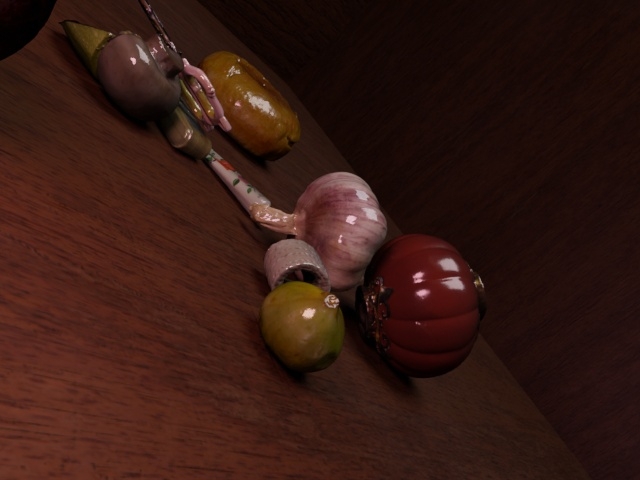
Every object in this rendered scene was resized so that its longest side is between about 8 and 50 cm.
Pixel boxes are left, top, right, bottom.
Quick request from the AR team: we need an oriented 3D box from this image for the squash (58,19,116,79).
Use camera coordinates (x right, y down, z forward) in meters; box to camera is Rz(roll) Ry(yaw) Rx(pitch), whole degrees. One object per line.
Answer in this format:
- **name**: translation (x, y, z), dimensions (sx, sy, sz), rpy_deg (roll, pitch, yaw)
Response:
- **squash**: translation (-0.400, -0.332, 1.275), dimensions (0.184, 0.085, 0.192), rpy_deg (19, 0, 29)

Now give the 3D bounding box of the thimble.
- **thimble**: translation (-0.042, 0.060, 1.189), dimensions (0.090, 0.102, 0.115), rpy_deg (-117, -169, -52)

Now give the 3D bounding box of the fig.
- **fig**: translation (-0.025, 0.127, 1.002), dimensions (0.136, 0.121, 0.153), rpy_deg (39, -10, -17)

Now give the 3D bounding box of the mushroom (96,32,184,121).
- **mushroom**: translation (-0.312, -0.277, 1.231), dimensions (0.188, 0.141, 0.117), rpy_deg (30, 39, -72)

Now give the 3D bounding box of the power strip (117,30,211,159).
- **power strip**: translation (-0.339, -0.319, 1.434), dimensions (0.388, 0.066, 0.092), rpy_deg (54, 10, 27)

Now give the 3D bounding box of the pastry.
- **pastry**: translation (-0.197, -0.368, 1.881), dimensions (0.356, 0.163, 0.356), rpy_deg (47, 13, -15)

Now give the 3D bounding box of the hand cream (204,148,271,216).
- **hand cream**: translation (-0.181, -0.124, 1.440), dimensions (0.234, 0.050, 0.080), rpy_deg (46, 16, 18)

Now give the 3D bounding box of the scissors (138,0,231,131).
- **scissors**: translation (-0.275, -0.345, 1.323), dimensions (0.160, 0.024, 0.318), rpy_deg (15, -40, 56)

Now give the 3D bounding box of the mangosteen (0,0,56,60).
- **mangosteen**: translation (-0.408, -0.305, 0.679), dimensions (0.297, 0.293, 0.297), rpy_deg (38, -14, 12)

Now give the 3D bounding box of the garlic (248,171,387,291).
- **garlic**: translation (-0.018, -0.030, 1.351), dimensions (0.253, 0.245, 0.245), rpy_deg (17, 22, -17)

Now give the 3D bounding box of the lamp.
- **lamp**: translation (0.206, 0.135, 1.436), dimensions (0.303, 0.256, 0.303), rpy_deg (172, -90, -80)
